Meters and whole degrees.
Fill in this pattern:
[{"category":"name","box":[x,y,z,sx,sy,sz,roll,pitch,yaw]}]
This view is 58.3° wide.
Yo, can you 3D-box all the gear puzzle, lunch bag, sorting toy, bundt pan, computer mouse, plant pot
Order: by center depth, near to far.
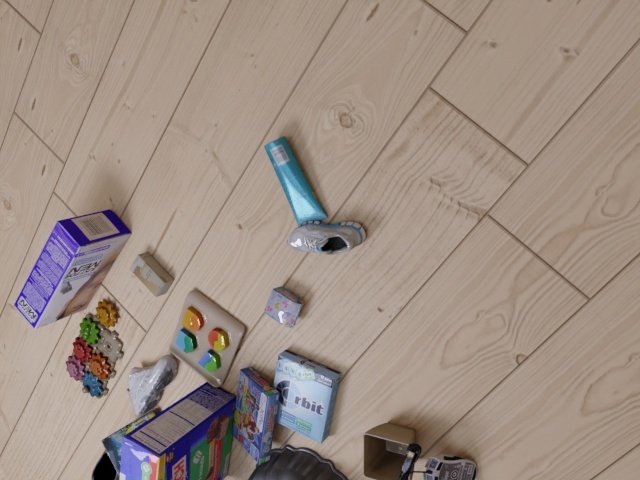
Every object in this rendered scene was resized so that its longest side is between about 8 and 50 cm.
[{"category":"computer mouse","box":[0.249,0.493,1.228,0.042,0.193,0.106,13,89,67]},{"category":"plant pot","box":[0.163,0.469,1.284,0.109,0.096,0.109,6,105,26]},{"category":"lunch bag","box":[-0.084,0.160,1.372,0.083,0.053,0.071,31,112,29]},{"category":"bundt pan","box":[-0.067,0.697,1.442,0.331,0.124,0.331,7,105,27]},{"category":"sorting toy","box":[-0.309,0.264,1.521,0.193,0.038,0.208,33,114,18]},{"category":"gear puzzle","box":[-0.678,0.324,1.724,0.175,0.044,0.339,36,115,16]}]

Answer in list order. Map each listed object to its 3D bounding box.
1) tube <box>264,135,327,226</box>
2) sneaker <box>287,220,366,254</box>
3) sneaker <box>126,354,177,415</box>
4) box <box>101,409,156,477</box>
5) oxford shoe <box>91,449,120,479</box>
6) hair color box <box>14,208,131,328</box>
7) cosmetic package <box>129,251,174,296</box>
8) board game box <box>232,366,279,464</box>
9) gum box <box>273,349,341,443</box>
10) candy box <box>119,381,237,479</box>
[{"category":"tube","box":[-0.060,-0.131,1.299,0.080,0.052,0.207,-20,98,38]},{"category":"sneaker","box":[0.000,0.000,1.270,0.191,0.083,0.071,-6,112,31]},{"category":"sneaker","box":[-0.492,0.390,1.618,0.115,0.090,0.232,44,116,16]},{"category":"box","box":[-0.497,0.629,1.637,0.233,0.159,0.044,61,158,4]},{"category":"oxford shoe","box":[-0.653,0.731,1.750,0.130,0.133,0.363,31,114,18]},{"category":"hair color box","box":[-0.690,0.080,1.595,0.110,0.185,0.339,46,118,10]},{"category":"cosmetic package","box":[-0.459,0.092,1.559,0.115,0.041,0.060,42,116,14]},{"category":"board game box","box":[-0.168,0.444,1.459,0.136,0.035,0.201,28,116,45]},{"category":"gum box","box":[-0.042,0.381,1.404,0.157,0.041,0.184,19,109,24]},{"category":"candy box","box":[-0.353,0.552,1.447,0.122,0.317,0.268,18,109,23]}]
